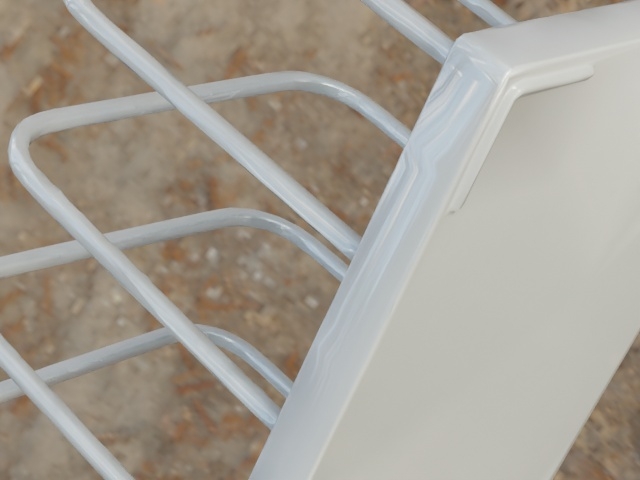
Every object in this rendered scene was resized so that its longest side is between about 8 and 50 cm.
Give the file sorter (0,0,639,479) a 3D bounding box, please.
[{"bbox_3d":[0.000,0.000,0.616,0.173,0.193,0.278,41,124,26],"label":"file sorter"}]
